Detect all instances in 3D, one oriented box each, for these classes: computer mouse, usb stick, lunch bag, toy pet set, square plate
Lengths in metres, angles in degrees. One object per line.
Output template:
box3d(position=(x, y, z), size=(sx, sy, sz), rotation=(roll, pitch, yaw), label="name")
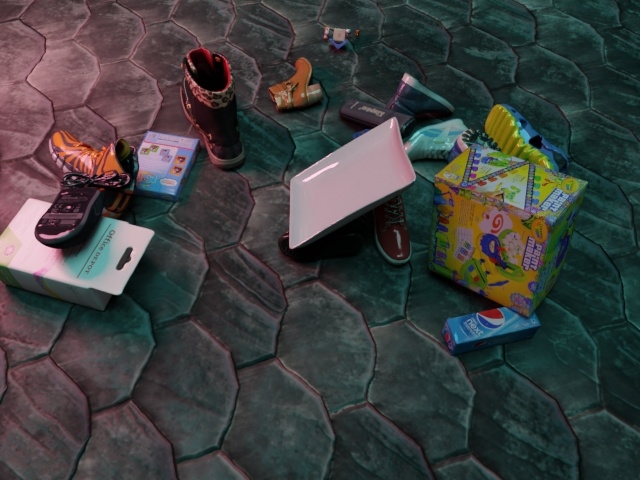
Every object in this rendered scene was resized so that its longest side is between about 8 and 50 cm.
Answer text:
box3d(position=(-0.578, -0.065, 1.440), size=(0.189, 0.072, 0.272), rotation=(4, 43, 10), label="computer mouse")
box3d(position=(0.163, -0.358, 1.745), size=(0.077, 0.045, 0.278), rotation=(-50, 45, -10), label="usb stick")
box3d(position=(0.136, -0.277, 1.736), size=(0.067, 0.065, 0.098), rotation=(-23, 60, -16), label="lunch bag")
box3d(position=(0.071, -0.685, 2.031), size=(0.122, 0.065, 0.114), rotation=(5, 21, -1), label="toy pet set")
box3d(position=(0.073, -0.144, 1.518), size=(0.344, 0.049, 0.347), rotation=(-29, 32, 17), label="square plate")

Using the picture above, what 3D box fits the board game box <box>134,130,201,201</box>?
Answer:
box3d(position=(-0.450, -0.214, 1.700), size=(0.160, 0.039, 0.211), rotation=(10, 56, 6), label="board game box")

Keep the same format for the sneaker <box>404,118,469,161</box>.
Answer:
box3d(position=(0.337, -0.277, 1.728), size=(0.229, 0.087, 0.092), rotation=(-23, 61, -14), label="sneaker")

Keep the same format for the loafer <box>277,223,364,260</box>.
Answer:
box3d(position=(0.000, 0.000, 1.549), size=(0.220, 0.080, 0.078), rotation=(-1, 31, -2), label="loafer")

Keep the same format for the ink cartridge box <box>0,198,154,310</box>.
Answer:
box3d(position=(-0.597, 0.041, 1.476), size=(0.354, 0.119, 0.207), rotation=(14, 56, 9), label="ink cartridge box")

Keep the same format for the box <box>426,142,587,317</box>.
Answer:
box3d(position=(0.419, -0.026, 1.391), size=(0.279, 0.289, 0.177), rotation=(28, 49, 31), label="box")

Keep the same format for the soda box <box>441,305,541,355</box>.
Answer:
box3d(position=(0.399, 0.207, 1.407), size=(0.210, 0.071, 0.067), rotation=(-11, 57, -8), label="soda box")

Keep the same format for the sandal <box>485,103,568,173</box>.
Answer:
box3d(position=(0.593, -0.270, 1.718), size=(0.138, 0.126, 0.317), rotation=(-10, 58, -27), label="sandal")

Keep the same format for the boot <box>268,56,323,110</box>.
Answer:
box3d(position=(-0.091, -0.492, 1.878), size=(0.153, 0.072, 0.197), rotation=(-17, 55, -7), label="boot")

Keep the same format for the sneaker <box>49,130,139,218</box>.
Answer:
box3d(position=(-0.591, -0.225, 1.611), size=(0.321, 0.125, 0.180), rotation=(46, 110, 16), label="sneaker")

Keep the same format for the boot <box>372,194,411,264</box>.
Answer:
box3d(position=(0.185, -0.074, 1.533), size=(0.089, 0.176, 0.244), rotation=(-6, 58, -7), label="boot")

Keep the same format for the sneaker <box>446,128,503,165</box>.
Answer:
box3d(position=(0.480, -0.151, 1.626), size=(0.330, 0.147, 0.130), rotation=(45, 56, 5), label="sneaker")

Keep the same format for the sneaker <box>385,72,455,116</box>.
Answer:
box3d(position=(0.291, -0.389, 1.808), size=(0.226, 0.163, 0.086), rotation=(18, 22, -36), label="sneaker")

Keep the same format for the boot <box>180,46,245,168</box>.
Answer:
box3d(position=(-0.320, -0.420, 1.693), size=(0.138, 0.284, 0.377), rotation=(-17, 59, -12), label="boot")
